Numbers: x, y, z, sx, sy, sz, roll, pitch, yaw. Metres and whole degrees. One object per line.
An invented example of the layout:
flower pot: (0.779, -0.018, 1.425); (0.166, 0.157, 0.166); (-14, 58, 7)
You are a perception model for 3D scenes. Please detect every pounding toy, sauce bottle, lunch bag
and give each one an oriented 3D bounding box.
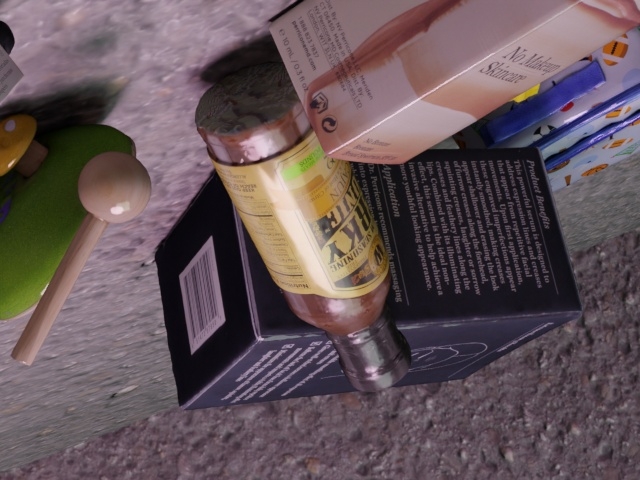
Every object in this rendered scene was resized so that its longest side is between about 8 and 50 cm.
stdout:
pounding toy: (-0.237, -0.033, 0.963); (0.183, 0.110, 0.237); (-53, -153, -1)
sauce bottle: (0.000, 0.000, 1.135); (0.111, 0.111, 0.344); (-25, 128, 3)
lunch bag: (0.323, -0.150, 1.570); (0.303, 0.115, 0.243); (-31, 164, 28)

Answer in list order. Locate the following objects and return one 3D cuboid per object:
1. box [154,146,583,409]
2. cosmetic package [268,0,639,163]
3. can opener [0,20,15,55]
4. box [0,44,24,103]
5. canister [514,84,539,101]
box: (0.045, 0.045, 1.441); (0.395, 0.212, 0.293); (-2, 160, -24)
cosmetic package: (0.128, -0.185, 0.985); (0.296, 0.129, 0.153); (-31, 165, 28)
can opener: (-0.269, -0.095, 0.823); (0.186, 0.073, 0.059); (-29, -154, 37)
box: (-0.327, -0.043, 0.784); (0.324, 0.063, 0.067); (-26, -157, 28)
canister: (0.128, -0.157, 1.248); (0.170, 0.073, 0.126); (-23, 168, 2)
